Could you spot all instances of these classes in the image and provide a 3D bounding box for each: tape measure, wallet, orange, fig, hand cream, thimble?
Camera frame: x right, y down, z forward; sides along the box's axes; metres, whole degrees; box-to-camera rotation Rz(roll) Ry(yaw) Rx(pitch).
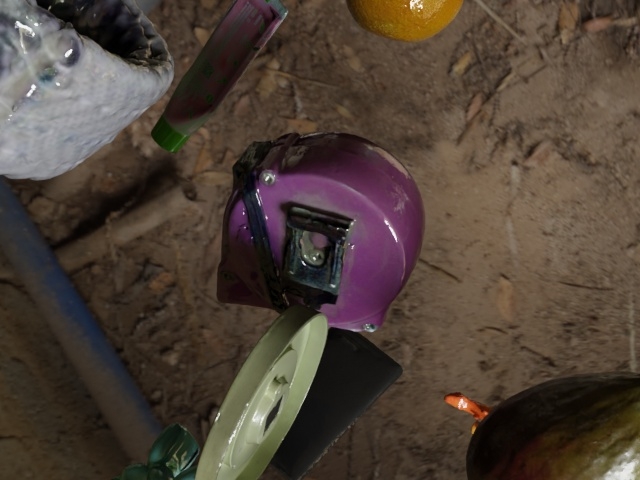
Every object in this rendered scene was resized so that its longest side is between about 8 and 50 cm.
[{"bbox_3d":[0.000,0.000,1.066,0.232,0.149,0.245,14,126,13],"label":"tape measure"},{"bbox_3d":[-0.002,0.213,1.258,0.124,0.244,0.025,38,143,18],"label":"wallet"},{"bbox_3d":[0.129,-0.396,1.370,0.206,0.206,0.206,-3,83,23],"label":"orange"},{"bbox_3d":[0.267,0.180,0.841,0.170,0.145,0.274,39,118,-13],"label":"fig"},{"bbox_3d":[-0.149,-0.242,1.301,0.079,0.050,0.275,39,113,-3],"label":"hand cream"},{"bbox_3d":[-0.258,-0.169,0.829,0.157,0.245,0.217,-41,106,15],"label":"thimble"}]

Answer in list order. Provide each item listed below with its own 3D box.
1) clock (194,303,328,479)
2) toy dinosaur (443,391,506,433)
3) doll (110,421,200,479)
[{"bbox_3d":[-0.058,0.177,0.957,0.029,0.235,0.234,24,94,15],"label":"clock"},{"bbox_3d":[0.286,0.280,1.194,0.288,0.117,0.070,32,99,4],"label":"toy dinosaur"},{"bbox_3d":[-0.183,0.296,1.028,0.159,0.059,0.159,-36,37,-6],"label":"doll"}]
